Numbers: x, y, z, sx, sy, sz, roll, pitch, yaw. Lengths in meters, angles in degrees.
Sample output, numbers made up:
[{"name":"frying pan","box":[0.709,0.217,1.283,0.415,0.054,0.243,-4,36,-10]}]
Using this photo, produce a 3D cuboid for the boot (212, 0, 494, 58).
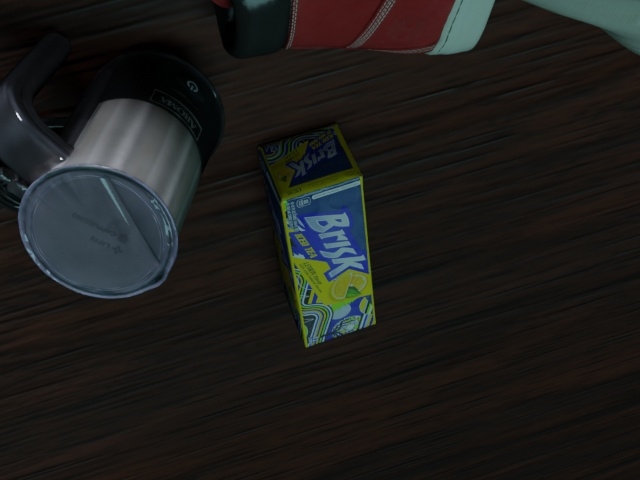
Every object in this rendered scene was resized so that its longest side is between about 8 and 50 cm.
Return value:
[{"name":"boot","box":[0.021,-0.189,0.663,0.176,0.088,0.244,-5,141,-19]}]

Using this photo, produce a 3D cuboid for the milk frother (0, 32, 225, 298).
[{"name":"milk frother","box":[-0.138,-0.028,0.726,0.129,0.134,0.143,26,123,-8]}]

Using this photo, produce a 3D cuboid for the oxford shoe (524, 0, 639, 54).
[{"name":"oxford shoe","box":[0.058,-0.178,0.551,0.449,0.169,0.130,15,161,-7]}]

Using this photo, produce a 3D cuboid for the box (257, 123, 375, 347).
[{"name":"box","box":[0.000,0.000,0.899,0.059,0.054,0.169,-18,141,-8]}]
